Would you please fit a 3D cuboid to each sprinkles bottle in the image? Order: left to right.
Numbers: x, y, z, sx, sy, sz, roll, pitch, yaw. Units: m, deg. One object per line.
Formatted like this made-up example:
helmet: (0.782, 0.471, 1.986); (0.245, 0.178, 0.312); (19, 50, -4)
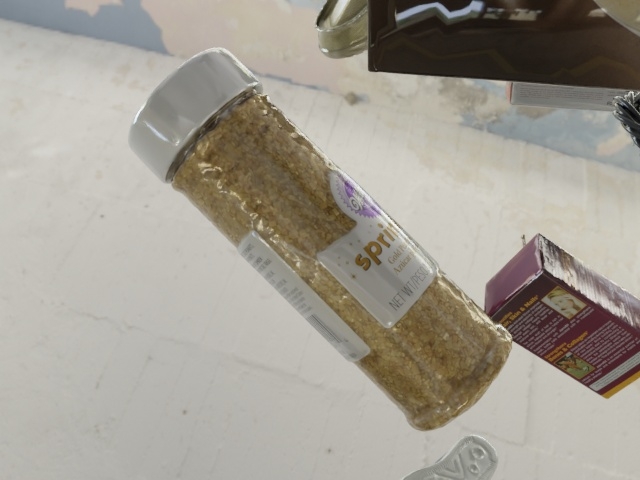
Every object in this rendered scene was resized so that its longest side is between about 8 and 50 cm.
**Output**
sprinkles bottle: (0.000, 0.000, 0.562); (0.355, 0.121, 0.121); (45, -134, -1)

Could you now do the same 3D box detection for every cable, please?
cable: (0.439, -0.131, 0.798); (0.184, 0.047, 0.151); (-14, -126, -28)

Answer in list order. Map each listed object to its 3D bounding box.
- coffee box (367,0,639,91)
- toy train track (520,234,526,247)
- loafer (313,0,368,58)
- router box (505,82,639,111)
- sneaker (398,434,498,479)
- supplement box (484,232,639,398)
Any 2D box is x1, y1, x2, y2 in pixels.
coffee box: (0.175, -0.156, 0.286); (0.297, 0.168, 0.119); (12, -151, 31)
toy train track: (0.496, 0.026, 1.594); (0.014, 0.048, 0.083); (5, -108, -14)
loafer: (0.075, -0.311, 0.675); (0.092, 0.269, 0.102); (36, -175, -36)
router box: (0.509, -0.285, 1.172); (0.335, 0.082, 0.301); (6, -163, 12)
sneaker: (0.203, 0.528, 1.256); (0.322, 0.236, 0.130); (-23, -125, -41)
supplement box: (0.301, 0.091, 0.776); (0.188, 0.104, 0.081); (32, -144, -7)
